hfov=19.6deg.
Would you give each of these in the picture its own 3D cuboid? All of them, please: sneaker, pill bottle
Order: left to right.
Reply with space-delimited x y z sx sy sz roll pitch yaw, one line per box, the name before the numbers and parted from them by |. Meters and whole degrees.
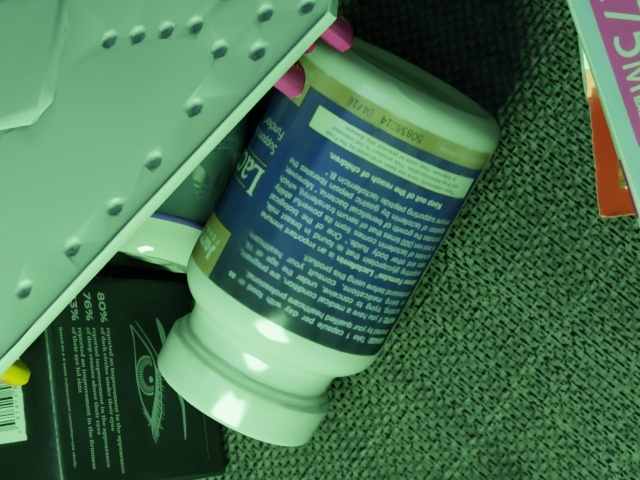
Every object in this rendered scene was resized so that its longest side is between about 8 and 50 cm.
sneaker | -0.191 -0.110 1.423 0.323 0.130 0.236 9 83 33
pill bottle | 0.000 0.000 1.284 0.153 0.153 0.264 34 103 26

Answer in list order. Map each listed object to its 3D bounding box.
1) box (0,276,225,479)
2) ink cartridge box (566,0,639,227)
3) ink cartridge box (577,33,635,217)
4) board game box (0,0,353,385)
box | -0.173 0.109 1.344 0.108 0.207 0.153 -12 80 29
ink cartridge box | 0.314 -0.138 1.105 0.311 0.065 0.185 -18 90 8
ink cartridge box | 0.255 -0.142 1.158 0.189 0.066 0.232 -5 71 9
board game box | -0.210 -0.116 1.286 0.390 0.050 0.390 -46 52 6
